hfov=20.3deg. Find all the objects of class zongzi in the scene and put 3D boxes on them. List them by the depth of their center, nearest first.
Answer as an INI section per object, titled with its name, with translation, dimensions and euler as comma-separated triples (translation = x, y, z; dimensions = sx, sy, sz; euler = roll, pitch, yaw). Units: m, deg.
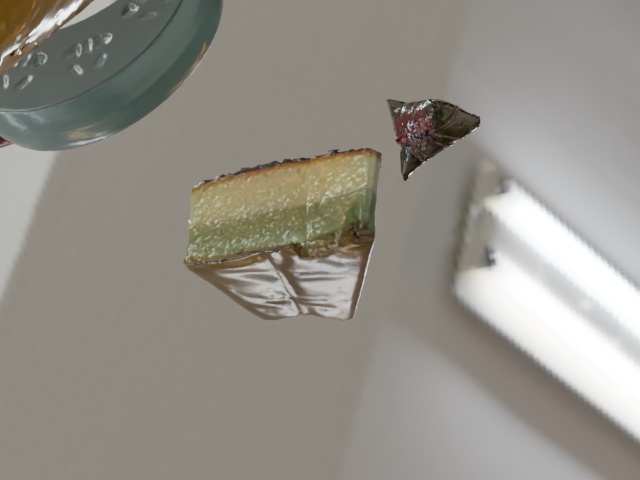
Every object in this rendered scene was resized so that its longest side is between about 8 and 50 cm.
[zongzi]
translation = 0.089, -0.089, 1.592
dimensions = 0.067, 0.083, 0.073
euler = 5, -91, -48

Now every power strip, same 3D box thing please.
[power strip]
translation = -0.192, -0.145, 1.394
dimensions = 0.167, 0.253, 0.054
euler = -99, -18, -44

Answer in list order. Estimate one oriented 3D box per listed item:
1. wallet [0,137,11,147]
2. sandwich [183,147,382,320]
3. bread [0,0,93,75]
[wallet]
translation = -0.370, -0.072, 1.478
dimensions = 0.232, 0.119, 0.025
euler = -10, -86, -15
[sandwich]
translation = 0.000, 0.000, 1.822
dimensions = 0.186, 0.220, 0.108
euler = 37, -131, -50
[bread]
translation = -0.188, -0.116, 0.612
dimensions = 0.375, 0.165, 0.237
euler = -57, -27, -45
